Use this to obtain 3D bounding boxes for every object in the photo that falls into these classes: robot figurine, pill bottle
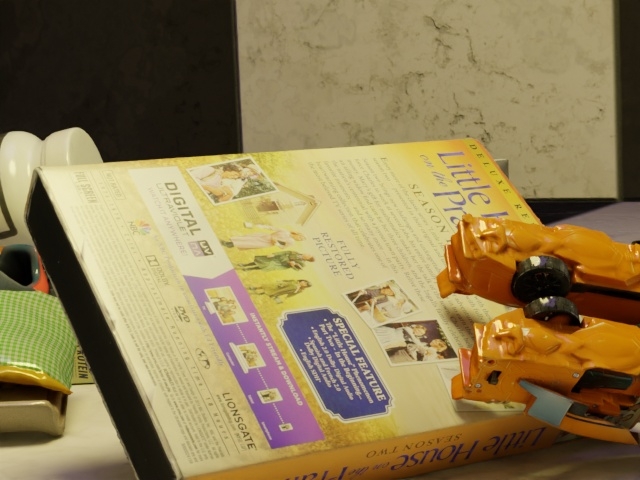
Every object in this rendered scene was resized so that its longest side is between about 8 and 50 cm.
[{"bbox_3d":[0.238,0.072,1.094,0.291,0.085,0.211,12,45,-15],"label":"robot figurine"},{"bbox_3d":[-0.423,-0.049,1.875,0.279,0.162,0.162,-14,4,11],"label":"pill bottle"}]

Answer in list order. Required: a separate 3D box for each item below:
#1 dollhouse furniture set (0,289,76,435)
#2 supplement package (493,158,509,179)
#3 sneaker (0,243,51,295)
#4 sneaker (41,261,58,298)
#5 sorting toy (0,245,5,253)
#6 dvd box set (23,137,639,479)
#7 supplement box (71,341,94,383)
[{"bbox_3d":[-0.364,0.064,1.259,0.302,0.151,0.197,-2,30,-5],"label":"dollhouse furniture set"},{"bbox_3d":[0.058,0.010,1.662,0.263,0.199,0.198,1,7,34],"label":"supplement package"},{"bbox_3d":[-0.400,0.074,1.486,0.131,0.148,0.350,0,7,23],"label":"sneaker"},{"bbox_3d":[-0.392,0.071,1.812,0.164,0.086,0.226,-3,4,18],"label":"sneaker"},{"bbox_3d":[-0.511,0.086,1.650,0.348,0.047,0.196,-19,10,-3],"label":"sorting toy"},{"bbox_3d":[0.017,0.048,1.131,0.421,0.062,0.307,-7,48,-31],"label":"dvd box set"},{"bbox_3d":[-0.231,0.112,1.494,0.083,0.056,0.083,-3,6,-1],"label":"supplement box"}]
